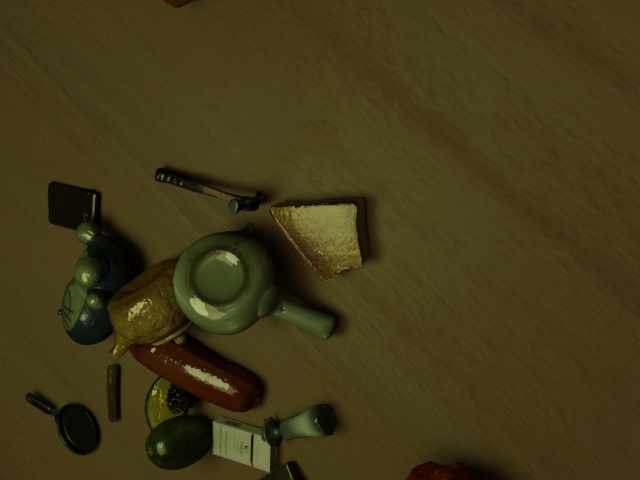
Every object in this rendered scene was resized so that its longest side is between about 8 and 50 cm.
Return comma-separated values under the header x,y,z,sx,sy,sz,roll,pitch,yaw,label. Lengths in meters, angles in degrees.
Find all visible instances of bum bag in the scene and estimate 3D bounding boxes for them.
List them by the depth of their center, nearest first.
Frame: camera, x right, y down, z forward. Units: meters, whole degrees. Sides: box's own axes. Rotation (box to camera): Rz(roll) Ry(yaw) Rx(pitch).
x,y,z,sx,sy,sz,roll,pitch,yaw,label
-0.581,-0.074,2.053,0.159,0.026,0.109,13,109,26,bum bag

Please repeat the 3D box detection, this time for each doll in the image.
x,y,z,sx,sy,sz,roll,pitch,yaw,label
-0.516,0.112,1.985,0.258,0.154,0.228,-59,33,26,doll

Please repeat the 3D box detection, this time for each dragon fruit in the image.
x,y,z,sx,sy,sz,roll,pitch,yaw,label
0.230,0.516,1.652,0.268,0.205,0.210,7,77,64,dragon fruit

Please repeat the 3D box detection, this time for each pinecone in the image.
x,y,z,sx,sy,sz,roll,pitch,yaw,label
-0.313,0.353,1.975,0.077,0.083,0.077,16,131,19,pinecone

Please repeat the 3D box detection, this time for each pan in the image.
x,y,z,sx,sy,sz,roll,pitch,yaw,label
-0.650,0.449,2.217,0.235,0.028,0.136,30,114,17,pan

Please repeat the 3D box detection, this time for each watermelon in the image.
x,y,z,sx,sy,sz,roll,pitch,yaw,label
-0.362,0.400,2.042,0.075,0.092,0.181,179,70,-75,watermelon

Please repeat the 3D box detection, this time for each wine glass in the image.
x,y,z,sx,sy,sz,roll,pitch,yaw,label
-0.047,0.390,1.841,0.155,0.072,0.072,-21,91,32,wine glass

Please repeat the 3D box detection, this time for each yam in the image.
x,y,z,sx,sy,sz,roll,pitch,yaw,label
-0.500,0.367,2.112,0.032,0.032,0.145,11,108,27,yam

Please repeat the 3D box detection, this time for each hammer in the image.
x,y,z,sx,sy,sz,roll,pitch,yaw,label
-0.242,-0.107,1.823,0.287,0.111,0.033,19,108,33,hammer

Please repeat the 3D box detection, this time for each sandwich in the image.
x,y,z,sx,sy,sz,roll,pitch,yaw,label
0.000,0.000,1.727,0.193,0.058,0.162,-1,102,27,sandwich

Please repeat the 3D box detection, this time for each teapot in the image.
x,y,z,sx,sy,sz,roll,pitch,yaw,label
-0.145,0.122,1.753,0.220,0.149,0.318,-41,77,-4,teapot
-0.328,0.146,1.880,0.311,0.203,0.167,-33,105,-2,teapot

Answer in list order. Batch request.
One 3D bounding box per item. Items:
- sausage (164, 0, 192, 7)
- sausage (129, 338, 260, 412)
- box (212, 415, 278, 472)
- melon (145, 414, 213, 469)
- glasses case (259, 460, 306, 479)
x,y,z,sx,sy,sz,roll,pitch,yaw,label
-0.209,-0.550,1.683,0.259,0.113,0.114,-21,91,33,sausage
-0.288,0.279,1.936,0.348,0.094,0.097,27,119,21,sausage
-0.167,0.450,1.942,0.154,0.040,0.084,10,105,26,box
-0.317,0.451,1.951,0.114,0.167,0.114,12,107,45,melon
-0.112,0.557,1.935,0.190,0.042,0.072,-39,76,31,glasses case
